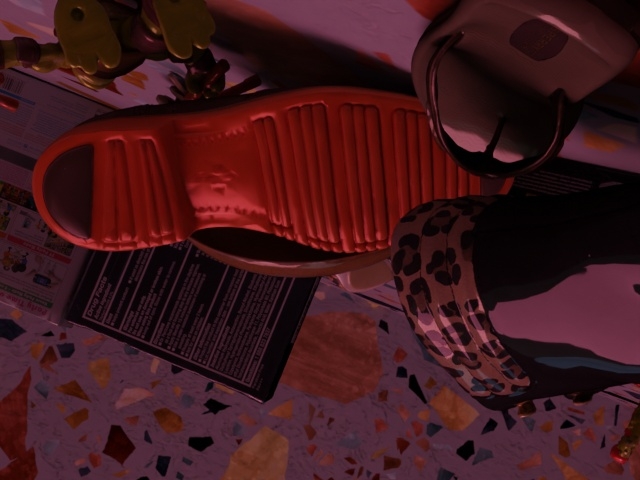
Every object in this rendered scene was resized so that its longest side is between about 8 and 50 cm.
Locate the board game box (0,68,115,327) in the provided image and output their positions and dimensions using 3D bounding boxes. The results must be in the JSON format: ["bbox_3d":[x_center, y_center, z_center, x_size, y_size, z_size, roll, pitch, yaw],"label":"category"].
[{"bbox_3d":[-0.398,-0.059,1.578,0.224,0.303,0.097,22,174,3],"label":"board game box"}]

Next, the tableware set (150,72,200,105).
[{"bbox_3d":[-0.082,-0.112,1.192,0.194,0.039,0.128,31,-170,-8],"label":"tableware set"}]

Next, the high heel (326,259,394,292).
[{"bbox_3d":[0.000,0.000,1.894,0.261,0.093,0.186,16,-162,-42],"label":"high heel"}]

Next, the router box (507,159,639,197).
[{"bbox_3d":[0.174,0.004,0.879,0.179,0.133,0.046,18,173,41],"label":"router box"}]

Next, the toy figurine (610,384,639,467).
[{"bbox_3d":[0.366,0.179,1.583,0.217,0.191,0.362,25,174,18],"label":"toy figurine"}]

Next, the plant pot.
[{"bbox_3d":[-0.010,-0.032,0.964,0.236,0.032,0.236,-3,-149,2],"label":"plant pot"}]

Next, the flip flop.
[{"bbox_3d":[0.103,-0.078,0.638,0.112,0.080,0.277,22,174,-1],"label":"flip flop"}]

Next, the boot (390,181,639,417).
[{"bbox_3d":[0.247,0.058,0.702,0.284,0.138,0.377,-8,152,39],"label":"boot"}]

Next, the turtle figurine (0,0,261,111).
[{"bbox_3d":[-0.153,-0.154,0.886,0.269,0.087,0.217,0,179,-21],"label":"turtle figurine"}]

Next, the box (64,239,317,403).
[{"bbox_3d":[-0.152,0.035,1.590,0.294,0.296,0.183,23,175,3],"label":"box"}]

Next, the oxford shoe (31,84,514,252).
[{"bbox_3d":[-0.033,-0.073,0.886,0.364,0.130,0.132,0,-156,5],"label":"oxford shoe"}]
